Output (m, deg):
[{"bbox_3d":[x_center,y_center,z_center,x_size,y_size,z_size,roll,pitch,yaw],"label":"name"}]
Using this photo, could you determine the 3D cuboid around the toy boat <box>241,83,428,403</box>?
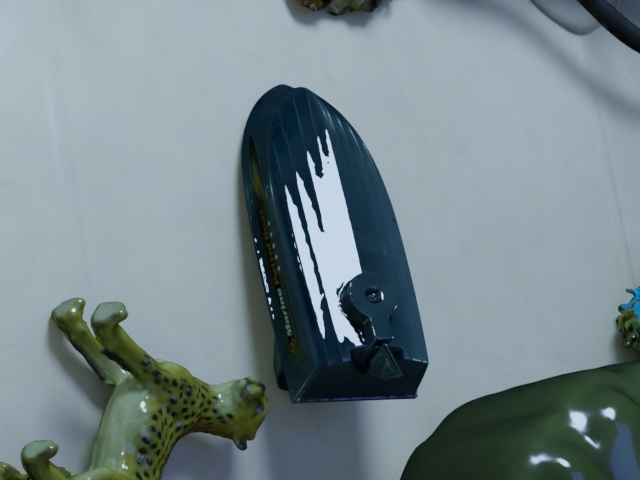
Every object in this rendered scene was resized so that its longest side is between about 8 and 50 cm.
[{"bbox_3d":[0.000,0.000,1.177,0.093,0.103,0.246,0,60,-26],"label":"toy boat"}]

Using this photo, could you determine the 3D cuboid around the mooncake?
[{"bbox_3d":[0.206,0.248,1.186,0.351,0.187,0.351,14,65,-33],"label":"mooncake"}]

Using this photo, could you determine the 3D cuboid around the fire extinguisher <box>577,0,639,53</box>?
[{"bbox_3d":[0.203,-0.254,1.425,0.376,0.113,0.200,7,93,-37],"label":"fire extinguisher"}]

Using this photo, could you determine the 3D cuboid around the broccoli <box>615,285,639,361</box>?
[{"bbox_3d":[0.296,0.068,1.342,0.154,0.160,0.167,34,76,12],"label":"broccoli"}]

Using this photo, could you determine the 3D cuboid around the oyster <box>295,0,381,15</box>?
[{"bbox_3d":[0.029,-0.215,1.294,0.148,0.051,0.103,-26,99,-52],"label":"oyster"}]

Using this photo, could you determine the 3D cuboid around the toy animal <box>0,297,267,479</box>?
[{"bbox_3d":[-0.113,0.127,1.042,0.136,0.073,0.181,44,48,-28],"label":"toy animal"}]
